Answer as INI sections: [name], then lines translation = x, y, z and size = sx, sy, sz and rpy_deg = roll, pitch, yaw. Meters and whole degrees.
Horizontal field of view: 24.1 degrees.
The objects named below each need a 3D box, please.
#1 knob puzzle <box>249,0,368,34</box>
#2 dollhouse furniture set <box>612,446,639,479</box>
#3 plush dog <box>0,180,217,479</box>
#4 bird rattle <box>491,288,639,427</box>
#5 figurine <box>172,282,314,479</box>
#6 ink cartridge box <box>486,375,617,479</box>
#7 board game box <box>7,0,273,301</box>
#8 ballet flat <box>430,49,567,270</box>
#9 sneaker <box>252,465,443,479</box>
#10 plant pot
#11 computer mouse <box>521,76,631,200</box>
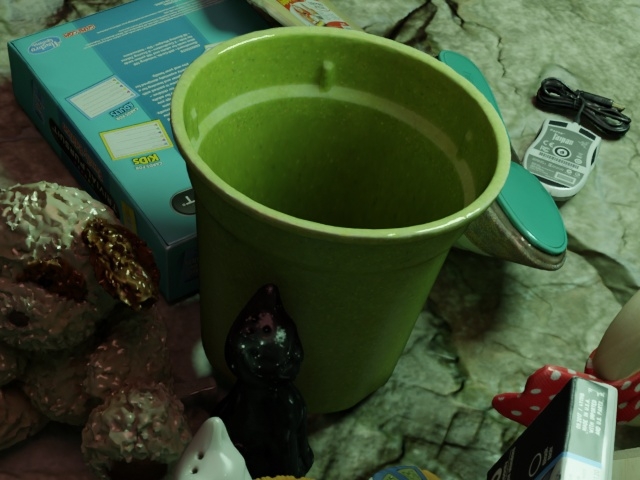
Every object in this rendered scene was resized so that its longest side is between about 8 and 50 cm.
[knob puzzle]
translation = -0.037, -0.249, 1.603
size = 0.213, 0.030, 0.213
rpy_deg = 30, 20, -13
[dollhouse furniture set]
translation = 0.383, 0.266, 1.011
size = 0.394, 0.362, 0.256
rpy_deg = -11, 40, 25
[plush dog]
translation = -0.205, 0.053, 1.231
size = 0.262, 0.225, 0.210
rpy_deg = 10, 39, 23
[bird rattle]
translation = 0.274, 0.097, 1.238
size = 0.253, 0.207, 0.143
rpy_deg = 9, 26, -33
[figurine]
translation = -0.067, 0.171, 1.154
size = 0.092, 0.209, 0.215
rpy_deg = 12, 48, 8
[ink cartridge box]
translation = 0.149, 0.236, 1.107
size = 0.045, 0.208, 0.206
rpy_deg = 21, 46, -6
[board game box]
translation = -0.125, -0.116, 1.507
size = 0.254, 0.079, 0.336
rpy_deg = -23, 53, -24
[ballet flat]
translation = 0.150, -0.055, 1.453
size = 0.107, 0.106, 0.316
rpy_deg = 22, 33, -29
[sneaker]
translation = 0.010, 0.244, 1.068
size = 0.112, 0.131, 0.296
rpy_deg = 37, 17, 35
[plant pot]
translation = 0.000, 0.000, 1.275
size = 0.276, 0.254, 0.276
rpy_deg = 6, 40, -5
[computer mouse]
translation = 0.249, -0.094, 1.539
size = 0.106, 0.042, 0.193
rpy_deg = 23, 44, 11
